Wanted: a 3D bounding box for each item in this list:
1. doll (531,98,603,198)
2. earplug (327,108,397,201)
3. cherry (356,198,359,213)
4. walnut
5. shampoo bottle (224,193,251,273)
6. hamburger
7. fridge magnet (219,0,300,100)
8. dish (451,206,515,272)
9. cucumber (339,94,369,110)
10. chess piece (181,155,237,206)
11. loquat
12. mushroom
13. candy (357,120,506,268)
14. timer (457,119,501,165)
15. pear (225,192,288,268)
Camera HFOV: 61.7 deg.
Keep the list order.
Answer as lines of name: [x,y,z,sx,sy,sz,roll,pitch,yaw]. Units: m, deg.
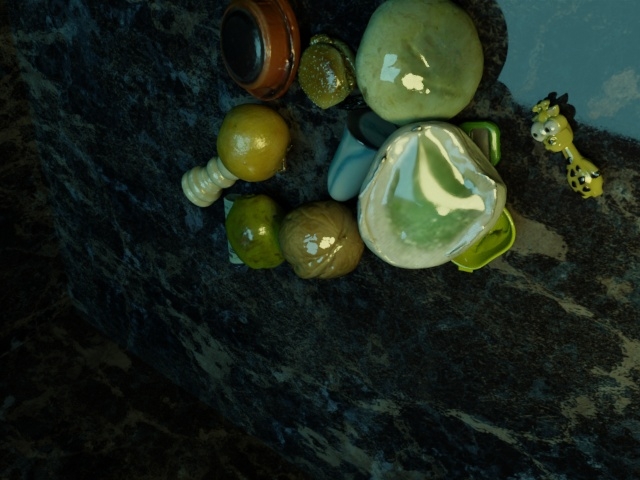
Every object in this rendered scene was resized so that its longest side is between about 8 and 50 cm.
doll: [0.642,-0.234,1.394,0.291,0.086,0.117,56,164,-4]
earplug: [0.107,-0.245,1.742,0.185,0.185,0.324,41,138,9]
cherry: [0.235,-0.104,1.700,0.236,0.213,0.285,2,126,44]
walnut: [0.000,0.000,1.896,0.333,0.333,0.333,19,127,27]
shampoo bottle: [-0.335,-0.019,2.282,0.134,0.078,0.359,16,125,22]
hamburger: [0.012,-0.526,1.668,0.189,0.122,0.215,-17,102,46]
fridge magnet: [-0.202,-0.633,1.724,0.363,0.155,0.363,26,127,42]
dish: [0.471,-0.043,1.627,0.221,0.108,0.262,42,132,9]
cucumber: [0.132,-0.435,1.687,0.181,0.053,0.053,-1,116,41]
chess piece: [-0.408,-0.261,2.140,0.300,0.167,0.167,-24,100,40]
loquat: [-0.224,-0.335,1.865,0.275,0.275,0.275,19,127,27]
mushroom: [0.253,-0.469,1.410,0.260,0.352,0.352,-120,16,-64]
candy: [0.288,-0.109,1.487,0.386,0.186,0.427,32,114,-9]
timer: [0.453,-0.276,1.540,0.128,0.047,0.140,8,121,36]
pear: [-0.236,-0.036,2.080,0.269,0.269,0.321,15,126,30]
